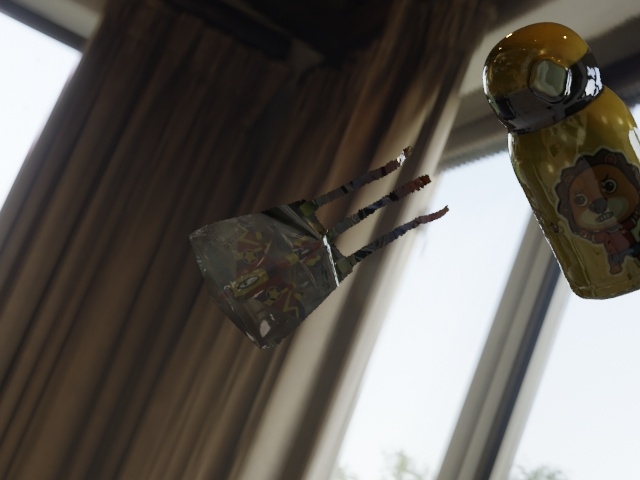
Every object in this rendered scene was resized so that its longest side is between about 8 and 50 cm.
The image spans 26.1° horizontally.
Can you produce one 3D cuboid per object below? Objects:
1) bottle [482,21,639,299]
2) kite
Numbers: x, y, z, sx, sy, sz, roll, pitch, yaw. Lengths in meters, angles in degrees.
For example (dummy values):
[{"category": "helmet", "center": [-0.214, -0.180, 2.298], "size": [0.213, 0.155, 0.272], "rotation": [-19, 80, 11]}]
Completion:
[{"category": "bottle", "center": [0.323, -0.108, 1.750], "size": [0.171, 0.171, 0.351], "rotation": [-3, -59, 57]}, {"category": "kite", "center": [0.000, 0.001, 1.322], "size": [0.141, 0.245, 0.015], "rotation": [57, 9, -18]}]
